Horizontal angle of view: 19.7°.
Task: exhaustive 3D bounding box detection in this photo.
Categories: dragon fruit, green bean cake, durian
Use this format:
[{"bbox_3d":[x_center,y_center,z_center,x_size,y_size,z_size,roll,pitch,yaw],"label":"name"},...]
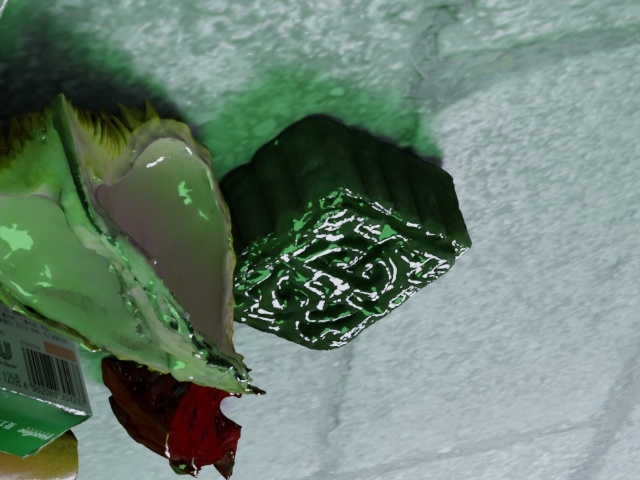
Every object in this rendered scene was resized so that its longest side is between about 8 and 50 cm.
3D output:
[{"bbox_3d":[-0.125,0.146,1.654,0.092,0.122,0.192,14,164,24],"label":"dragon fruit"},{"bbox_3d":[0.000,0.000,1.447,0.183,0.094,0.185,-36,141,28],"label":"green bean cake"},{"bbox_3d":[-0.180,-0.009,1.279,0.196,0.185,0.305,-11,146,23],"label":"durian"}]

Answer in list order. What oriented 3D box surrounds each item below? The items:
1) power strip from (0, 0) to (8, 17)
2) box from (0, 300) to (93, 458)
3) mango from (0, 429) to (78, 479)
[{"bbox_3d":[-0.255,-0.103,1.145,0.048,0.080,0.286,6,144,-26],"label":"power strip"},{"bbox_3d":[-0.271,0.070,1.357,0.081,0.135,0.199,-32,146,22],"label":"box"},{"bbox_3d":[-0.343,0.174,1.481,0.187,0.144,0.359,-26,152,22],"label":"mango"}]
